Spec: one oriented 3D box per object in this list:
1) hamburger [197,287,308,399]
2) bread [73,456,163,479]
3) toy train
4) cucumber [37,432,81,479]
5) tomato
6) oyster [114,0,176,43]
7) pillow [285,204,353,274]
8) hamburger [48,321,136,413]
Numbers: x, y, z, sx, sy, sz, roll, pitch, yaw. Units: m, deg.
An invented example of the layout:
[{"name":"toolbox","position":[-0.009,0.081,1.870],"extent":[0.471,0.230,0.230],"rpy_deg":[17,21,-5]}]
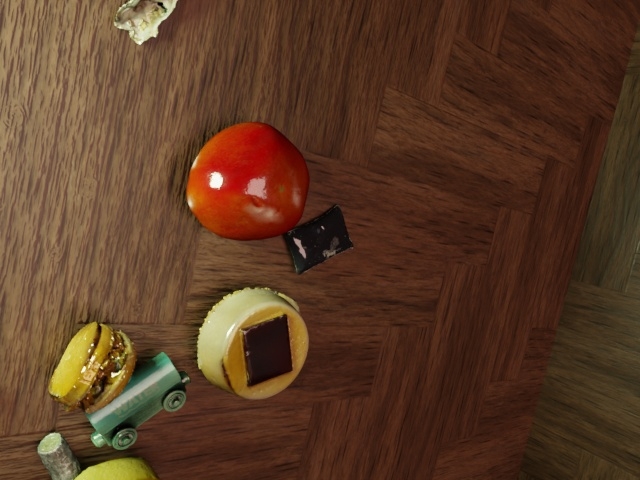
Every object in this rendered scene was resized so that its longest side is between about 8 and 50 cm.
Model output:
[{"name":"hamburger","position":[-0.173,0.264,1.348],"extent":[0.302,0.170,0.302],"rpy_deg":[-8,104,-33]},{"name":"bread","position":[-0.476,0.623,1.182],"extent":[0.270,0.148,0.270],"rpy_deg":[-30,137,-32]},{"name":"toy train","position":[-0.423,0.363,1.208],"extent":[0.248,0.101,0.159],"rpy_deg":[-33,129,-27]},{"name":"cucumber","position":[-0.572,0.478,1.151],"extent":[0.064,0.064,0.112],"rpy_deg":[-27,115,-31]},{"name":"tomato","position":[-0.156,-0.132,1.218],"extent":[0.298,0.226,0.298],"rpy_deg":[-9,105,-34]},{"name":"oyster","position":[-0.345,-0.498,1.091],"extent":[0.200,0.061,0.106],"rpy_deg":[-42,142,-20]},{"name":"pillow","position":[0.000,0.000,1.492],"extent":[0.208,0.055,0.141],"rpy_deg":[-30,111,-31]},{"name":"hamburger","position":[-0.477,0.274,1.097],"extent":[0.118,0.182,0.191],"rpy_deg":[40,79,-30]}]
